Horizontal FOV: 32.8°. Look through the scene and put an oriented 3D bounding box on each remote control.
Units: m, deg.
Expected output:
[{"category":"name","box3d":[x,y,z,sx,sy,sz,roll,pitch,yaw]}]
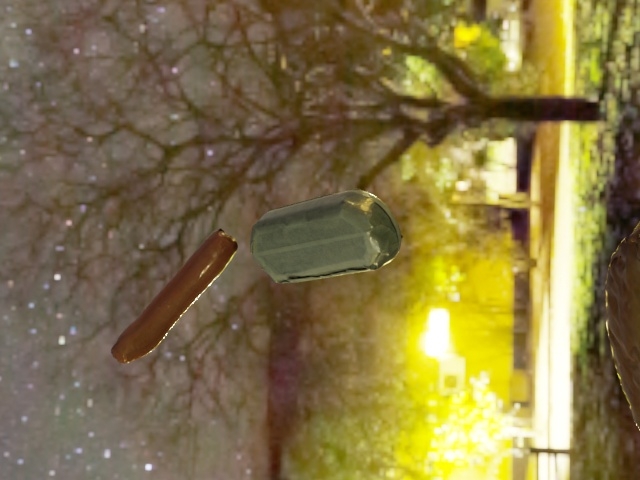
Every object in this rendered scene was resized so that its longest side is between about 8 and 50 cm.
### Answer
[{"category":"remote control","box3d":[0.000,0.000,1.367,0.052,0.247,0.104,-40,-72,-39]}]

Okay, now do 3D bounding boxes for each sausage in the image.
[{"category":"sausage","box3d":[-0.160,0.064,1.205,0.186,0.043,0.043,-48,-9,1]}]

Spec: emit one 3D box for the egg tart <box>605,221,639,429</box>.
[{"category":"egg tart","box3d":[0.363,0.094,0.884,0.443,0.178,0.443,164,90,-81]}]
